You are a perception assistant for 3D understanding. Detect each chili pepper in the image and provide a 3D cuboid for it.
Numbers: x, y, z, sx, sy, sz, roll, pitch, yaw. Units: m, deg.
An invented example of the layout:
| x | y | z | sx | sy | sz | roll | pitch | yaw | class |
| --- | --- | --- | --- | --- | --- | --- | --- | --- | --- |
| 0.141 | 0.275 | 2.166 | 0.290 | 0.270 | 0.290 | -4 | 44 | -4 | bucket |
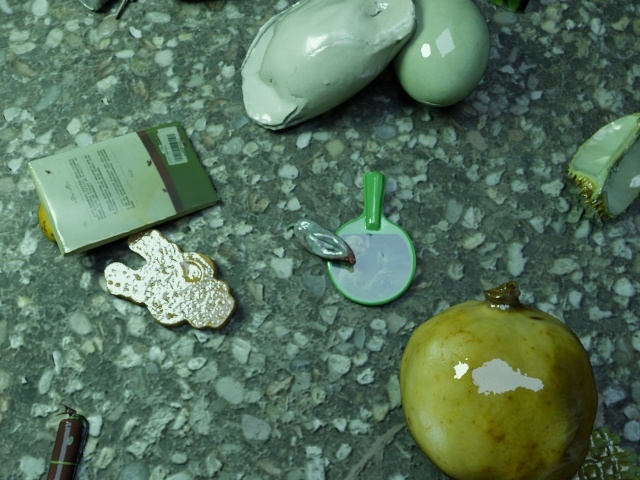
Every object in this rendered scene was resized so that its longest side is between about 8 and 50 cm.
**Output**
| x | y | z | sx | sy | sz | roll | pitch | yaw | class |
| --- | --- | --- | --- | --- | --- | --- | --- | --- | --- |
| -0.001 | 0.000 | 1.078 | 0.153 | 0.050 | 0.041 | 33 | 37 | 30 | chili pepper |

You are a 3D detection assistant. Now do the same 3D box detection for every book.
| x | y | z | sx | sy | sz | roll | pitch | yaw | class |
| --- | --- | --- | --- | --- | --- | --- | --- | --- | --- |
| -0.355 | -0.104 | 1.100 | 0.289 | 0.026 | 0.201 | -21 | 72 | -23 | book |

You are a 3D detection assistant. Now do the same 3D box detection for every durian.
| x | y | z | sx | sy | sz | roll | pitch | yaw | class |
| --- | --- | --- | --- | --- | --- | --- | --- | --- | --- |
| 0.543 | -0.135 | 1.104 | 0.252 | 0.139 | 0.144 | -41 | 80 | -15 | durian |

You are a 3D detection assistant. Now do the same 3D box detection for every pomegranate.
| x | y | z | sx | sy | sz | roll | pitch | yaw | class |
| --- | --- | --- | --- | --- | --- | --- | --- | --- | --- |
| 0.263 | 0.230 | 0.900 | 0.307 | 0.307 | 0.307 | 0 | 70 | -1 | pomegranate |

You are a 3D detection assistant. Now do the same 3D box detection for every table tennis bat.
| x | y | z | sx | sy | sz | roll | pitch | yaw | class |
| --- | --- | --- | --- | --- | --- | --- | --- | --- | --- |
| 0.094 | -0.007 | 1.102 | 0.161 | 0.039 | 0.257 | 3 | 71 | 2 | table tennis bat |

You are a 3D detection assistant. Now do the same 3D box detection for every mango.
| x | y | z | sx | sy | sz | roll | pitch | yaw | class |
| --- | --- | --- | --- | --- | --- | --- | --- | --- | --- |
| -0.470 | -0.042 | 1.091 | 0.079 | 0.057 | 0.114 | -26 | 70 | -5 | mango |

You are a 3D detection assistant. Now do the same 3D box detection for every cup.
| x | y | z | sx | sy | sz | roll | pitch | yaw | class |
| --- | --- | --- | --- | --- | --- | --- | --- | --- | --- |
| -0.457 | -0.531 | 1.276 | 0.074 | 0.102 | 0.099 | 21 | 66 | 47 | cup |

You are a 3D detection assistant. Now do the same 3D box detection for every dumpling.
| x | y | z | sx | sy | sz | roll | pitch | yaw | class |
| --- | --- | --- | --- | --- | --- | --- | --- | --- | --- |
| -0.001 | -0.381 | 1.151 | 0.181 | 0.341 | 0.260 | 4 | 55 | -39 | dumpling |

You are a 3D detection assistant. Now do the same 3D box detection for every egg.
| x | y | z | sx | sy | sz | roll | pitch | yaw | class |
| --- | --- | --- | --- | --- | --- | --- | --- | --- | --- |
| 0.230 | -0.370 | 1.157 | 0.187 | 0.186 | 0.253 | 8 | 65 | 2 | egg |

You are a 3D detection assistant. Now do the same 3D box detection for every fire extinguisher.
| x | y | z | sx | sy | sz | roll | pitch | yaw | class |
| --- | --- | --- | --- | --- | --- | --- | --- | --- | --- |
| -0.405 | 0.331 | 0.963 | 0.056 | 0.039 | 0.132 | 18 | 66 | -30 | fire extinguisher |

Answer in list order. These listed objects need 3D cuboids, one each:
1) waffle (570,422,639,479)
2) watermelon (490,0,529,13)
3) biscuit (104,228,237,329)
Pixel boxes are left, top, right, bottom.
| x | y | z | sx | sy | sz | roll | pitch | yaw | class |
| --- | --- | --- | --- | --- | --- | --- | --- | --- | --- |
| 0.416 | 0.377 | 0.964 | 0.169 | 0.036 | 0.183 | 31 | 72 | 12 | waffle |
| 0.398 | -0.580 | 1.284 | 0.137 | 0.193 | 0.145 | 24 | 65 | -40 | watermelon |
| -0.257 | 0.076 | 1.063 | 0.236 | 0.040 | 0.144 | 29 | 79 | 8 | biscuit |
